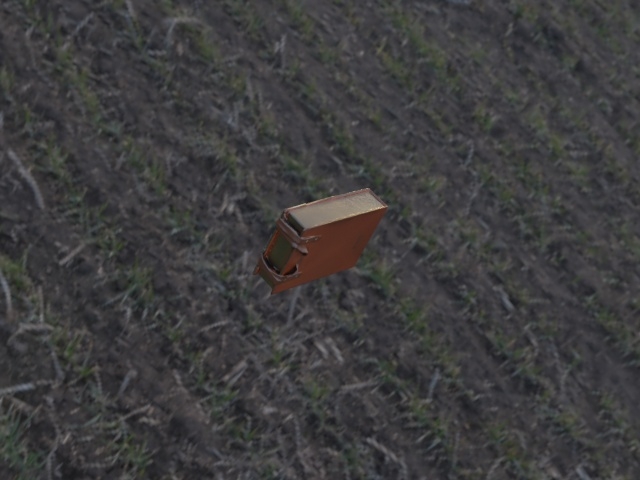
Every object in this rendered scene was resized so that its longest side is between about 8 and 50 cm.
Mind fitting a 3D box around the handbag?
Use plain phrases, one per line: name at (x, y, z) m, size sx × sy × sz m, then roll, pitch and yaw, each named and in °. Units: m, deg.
handbag at (0.000, 0.000, 1.395) m, size 0.190 × 0.127 × 0.063 m, roll -15°, pitch 53°, yaw -47°
